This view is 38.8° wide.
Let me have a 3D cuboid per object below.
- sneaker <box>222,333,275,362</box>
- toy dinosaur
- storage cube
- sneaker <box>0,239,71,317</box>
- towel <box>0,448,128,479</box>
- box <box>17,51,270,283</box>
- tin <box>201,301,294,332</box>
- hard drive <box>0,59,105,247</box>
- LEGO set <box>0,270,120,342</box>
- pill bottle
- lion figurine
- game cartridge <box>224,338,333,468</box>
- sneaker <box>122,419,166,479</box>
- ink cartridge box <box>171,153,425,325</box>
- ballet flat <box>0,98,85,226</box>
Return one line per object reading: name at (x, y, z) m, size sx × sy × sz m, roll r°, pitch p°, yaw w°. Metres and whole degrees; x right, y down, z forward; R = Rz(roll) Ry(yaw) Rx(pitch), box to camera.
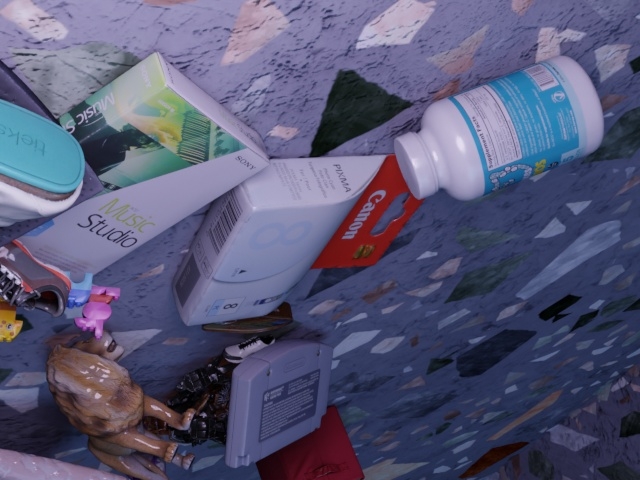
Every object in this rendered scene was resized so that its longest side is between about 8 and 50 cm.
sneaker at (-0.132, 0.197, 1.685) m, size 0.109 × 0.040 × 0.043 m, roll -9°, pitch 133°, yaw -33°
toy dinosaur at (-0.241, 0.342, 1.746) m, size 0.322 × 0.164 × 0.218 m, roll -25°, pitch 172°, yaw -34°
storage cube at (-0.033, 0.534, 2.176) m, size 0.184 × 0.193 × 0.215 m, roll -9°, pitch 148°, yaw -26°
sneaker at (-0.359, 0.043, 1.063) m, size 0.158 × 0.065 × 0.061 m, roll 29°, pitch 116°, yaw -35°
towel at (-0.556, 0.440, 1.612) m, size 0.332 × 0.053 × 0.317 m, roll 21°, pitch 143°, yaw -31°
box at (-0.250, -0.072, 1.095) m, size 0.322 × 0.058 × 0.232 m, roll -32°, pitch 151°, yaw 15°
tin at (-0.123, 0.127, 1.528) m, size 0.106 × 0.040 × 0.190 m, roll -23°, pitch 162°, yaw 27°
hard drive at (-0.354, -0.105, 0.907) m, size 0.172 × 0.054 × 0.254 m, roll -28°, pitch 136°, yaw 8°
LEGO set at (-0.373, 0.089, 1.161) m, size 0.227 × 0.093 × 0.087 m, roll 6°, pitch 160°, yaw -15°
pill bottle at (0.239, -0.145, 1.248) m, size 0.264 × 0.146 × 0.146 m, roll -21°, pitch 152°, yaw -4°
lion figurine at (-0.339, 0.318, 1.531) m, size 0.240 × 0.142 × 0.392 m, roll 20°, pitch 139°, yaw 5°
game cartridge at (-0.074, 0.288, 1.698) m, size 0.062 × 0.198 × 0.297 m, roll 7°, pitch -171°, yaw 30°
sneaker at (-0.352, 0.438, 1.769) m, size 0.105 × 0.236 × 0.095 m, roll 1°, pitch 113°, yaw -11°
ink cartridge box at (0.000, 0.000, 1.379) m, size 0.385 × 0.091 × 0.308 m, roll -4°, pitch 147°, yaw -31°
ballet flat at (-0.392, -0.115, 0.766) m, size 0.139 × 0.139 × 0.400 m, roll -37°, pitch 132°, yaw 24°
